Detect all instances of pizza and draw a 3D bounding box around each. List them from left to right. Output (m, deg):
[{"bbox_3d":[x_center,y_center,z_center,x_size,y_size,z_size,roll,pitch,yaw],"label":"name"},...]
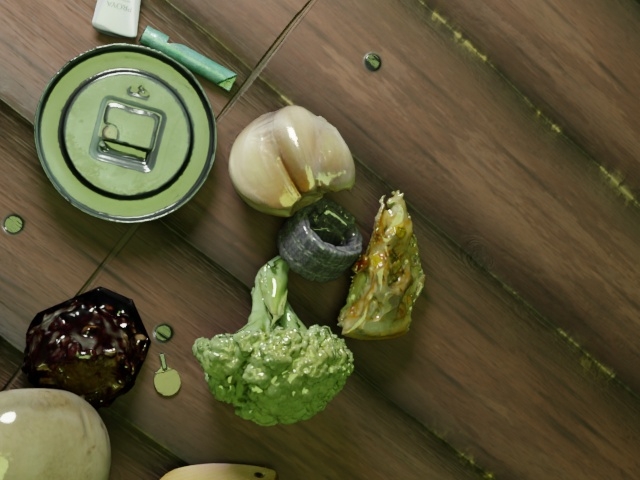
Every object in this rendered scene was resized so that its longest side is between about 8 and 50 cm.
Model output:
[{"bbox_3d":[0.137,0.055,1.590,0.189,0.071,0.297,16,87,-37],"label":"pizza"}]

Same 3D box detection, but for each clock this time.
[{"bbox_3d":[-0.347,-0.190,1.474,0.319,0.066,0.319,-1,93,-15],"label":"clock"}]

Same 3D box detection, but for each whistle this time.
[{"bbox_3d":[-0.243,-0.336,1.509,0.186,0.039,0.039,27,85,-15],"label":"whistle"}]

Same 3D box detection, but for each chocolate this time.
[{"bbox_3d":[-0.407,0.210,1.419,0.224,0.177,0.206,-24,98,-12],"label":"chocolate"}]

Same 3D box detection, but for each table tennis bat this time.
[{"bbox_3d":[-0.291,0.252,1.539,0.050,0.007,0.083,-11,97,-14],"label":"table tennis bat"}]

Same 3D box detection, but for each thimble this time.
[{"bbox_3d":[-0.002,-0.001,1.533,0.150,0.150,0.098,26,130,-15],"label":"thimble"}]

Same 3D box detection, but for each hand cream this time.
[{"bbox_3d":[-0.349,-0.492,1.467,0.079,0.048,0.255,10,91,-17],"label":"hand cream"}]

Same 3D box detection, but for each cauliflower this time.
[{"bbox_3d":[-0.093,0.210,1.502,0.260,0.281,0.327,-43,130,12],"label":"cauliflower"}]

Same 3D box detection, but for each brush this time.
[{"bbox_3d":[-0.193,0.520,1.510,0.267,0.174,0.166,-5,112,-37],"label":"brush"}]

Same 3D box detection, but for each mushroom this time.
[{"bbox_3d":[-0.511,0.367,1.347,0.292,0.290,0.292,-12,106,-46],"label":"mushroom"}]

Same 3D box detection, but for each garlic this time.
[{"bbox_3d":[-0.068,-0.158,1.487,0.217,0.110,0.228,-28,60,2],"label":"garlic"}]
